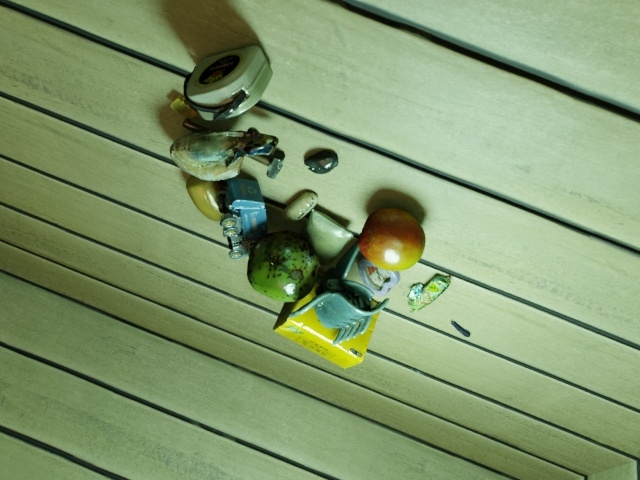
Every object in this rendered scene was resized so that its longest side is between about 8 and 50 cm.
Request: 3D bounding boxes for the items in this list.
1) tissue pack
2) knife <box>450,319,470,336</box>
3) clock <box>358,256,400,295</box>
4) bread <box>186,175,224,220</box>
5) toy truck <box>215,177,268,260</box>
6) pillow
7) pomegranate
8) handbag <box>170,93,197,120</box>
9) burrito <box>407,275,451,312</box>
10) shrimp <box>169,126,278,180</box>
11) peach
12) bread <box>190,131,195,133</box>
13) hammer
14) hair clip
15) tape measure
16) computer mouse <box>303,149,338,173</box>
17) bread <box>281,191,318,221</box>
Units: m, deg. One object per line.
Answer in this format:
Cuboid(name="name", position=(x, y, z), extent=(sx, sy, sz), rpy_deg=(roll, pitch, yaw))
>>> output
Cuboid(name="tissue pack", position=(0.031, 0.337, 2.338), extent=(0.382, 0.293, 0.228), rpy_deg=(30, 149, -9))
Cuboid(name="knife", position=(0.602, 0.380, 2.316), extent=(0.121, 0.018, 0.031), rpy_deg=(39, 149, -21))
Cuboid(name="clock", position=(0.230, 0.125, 2.141), extent=(0.172, 0.064, 0.198), rpy_deg=(41, 144, 7))
Cuboid(name="bread", position=(-0.439, -0.162, 2.109), extent=(0.147, 0.098, 0.217), rpy_deg=(-6, 137, 29))
Cuboid(name="toy truck", position=(-0.299, -0.078, 2.055), extent=(0.175, 0.146, 0.367), rpy_deg=(-11, 147, -10))
Cuboid(name="pillow", position=(0.000, 0.000, 2.095), extent=(0.185, 0.075, 0.302), rpy_deg=(30, 147, -2))
Cuboid(name="pomegranate", position=(-0.123, 0.111, 2.077), extent=(0.285, 0.285, 0.340), rpy_deg=(6, 165, 22))
Cuboid(name="handbag", position=(-0.456, -0.446, 1.805), extent=(0.083, 0.027, 0.061), rpy_deg=(37, 141, -25))
Cuboid(name="burrito", position=(0.418, 0.211, 2.163), extent=(0.104, 0.054, 0.288), rpy_deg=(25, 145, -4))
Cuboid(name="shrimp", position=(-0.330, -0.286, 1.808), extent=(0.445, 0.110, 0.221), rpy_deg=(-5, 143, 37))
Cuboid(name="peach", position=(0.245, -0.004, 1.851), extent=(0.231, 0.231, 0.231), rpy_deg=(15, 144, 11))
Cuboid(name="bread", position=(-0.414, -0.351, 1.907), extent=(0.110, 0.024, 0.110), rpy_deg=(14, 143, 11))
Cuboid(name="hammer", position=(-0.300, -0.327, 1.846), extent=(0.365, 0.043, 0.111), rpy_deg=(24, 146, -7))
Cuboid(name="hair clip", position=(0.074, 0.245, 2.081), extent=(0.238, 0.392, 0.318), rpy_deg=(43, 147, -3))
Cuboid(name="tape measure", position=(-0.288, -0.435, 1.552), extent=(0.271, 0.231, 0.133), rpy_deg=(0, 141, 28))
Cuboid(name="computer mouse", position=(0.000, -0.254, 1.792), extent=(0.135, 0.047, 0.079), rpy_deg=(-8, 134, 39))
Cuboid(name="bread", position=(-0.081, -0.116, 2.010), extent=(0.073, 0.053, 0.214), rpy_deg=(33, 143, -20))
